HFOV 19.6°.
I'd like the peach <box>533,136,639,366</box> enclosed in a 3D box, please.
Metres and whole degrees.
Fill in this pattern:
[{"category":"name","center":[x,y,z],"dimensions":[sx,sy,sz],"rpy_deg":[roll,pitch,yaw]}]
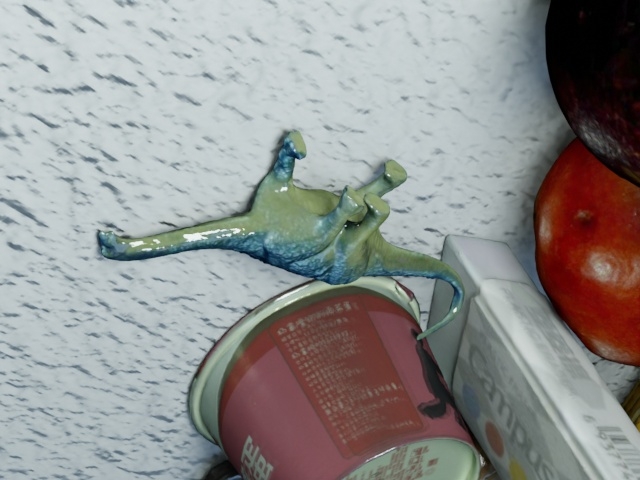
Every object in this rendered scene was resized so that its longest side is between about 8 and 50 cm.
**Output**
[{"category":"peach","center":[0.288,-0.002,1.598],"dimensions":[0.243,0.199,0.243],"rpy_deg":[-14,119,-27]}]

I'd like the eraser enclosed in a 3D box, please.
[{"category":"eraser","center":[0.218,0.191,1.622],"dimensions":[0.082,0.397,0.213],"rpy_deg":[-17,143,-19]}]

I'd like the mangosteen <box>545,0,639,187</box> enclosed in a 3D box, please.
[{"category":"mangosteen","center":[0.326,-0.124,1.377],"dimensions":[0.307,0.307,0.347],"rpy_deg":[-17,110,-19]}]

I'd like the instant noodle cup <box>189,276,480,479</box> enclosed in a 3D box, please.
[{"category":"instant noodle cup","center":[0.022,0.168,1.640],"dimensions":[0.235,0.178,0.234],"rpy_deg":[-19,141,-16]}]

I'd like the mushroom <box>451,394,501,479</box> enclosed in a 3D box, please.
[{"category":"mushroom","center":[0.165,0.273,1.874],"dimensions":[0.267,0.254,0.267],"rpy_deg":[-8,163,-3]}]

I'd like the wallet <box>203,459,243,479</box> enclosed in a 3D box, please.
[{"category":"wallet","center":[-0.075,0.312,1.863],"dimensions":[0.165,0.042,0.309],"rpy_deg":[-9,140,-32]}]

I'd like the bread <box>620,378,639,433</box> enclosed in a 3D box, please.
[{"category":"bread","center":[0.340,0.256,1.948],"dimensions":[0.239,0.111,0.246],"rpy_deg":[-56,172,-49]}]

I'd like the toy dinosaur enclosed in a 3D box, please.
[{"category":"toy dinosaur","center":[0.003,-0.008,1.503],"dimensions":[0.363,0.076,0.147],"rpy_deg":[11,135,-36]}]
